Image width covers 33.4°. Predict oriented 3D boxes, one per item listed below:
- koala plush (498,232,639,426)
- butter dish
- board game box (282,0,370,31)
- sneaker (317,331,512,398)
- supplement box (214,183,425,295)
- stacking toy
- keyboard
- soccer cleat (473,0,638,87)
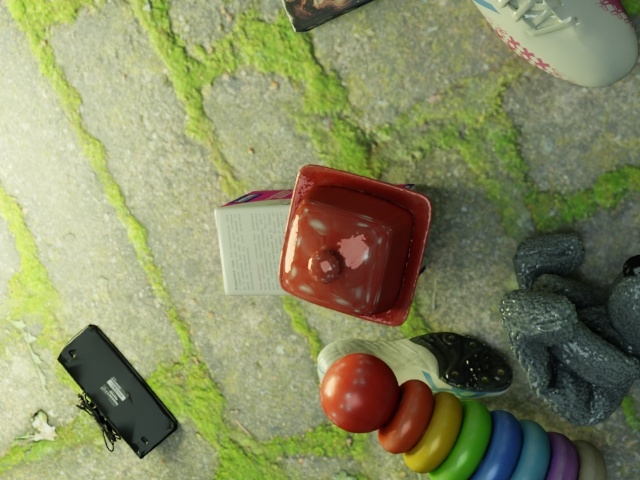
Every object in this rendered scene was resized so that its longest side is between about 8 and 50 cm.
[{"bbox_3d":[0.333,0.087,1.132,0.221,0.196,0.203,-18,109,24],"label":"koala plush"},{"bbox_3d":[0.021,0.016,1.136,0.160,0.118,0.159,17,110,16],"label":"butter dish"},{"bbox_3d":[0.001,-0.378,1.200,0.165,0.042,0.243,-20,96,25],"label":"board game box"},{"bbox_3d":[0.115,0.163,1.295,0.237,0.085,0.086,1,137,15],"label":"sneaker"},{"bbox_3d":[0.000,0.000,1.267,0.220,0.111,0.113,-3,103,21],"label":"supplement box"},{"bbox_3d":[0.151,0.227,1.204,0.330,0.141,0.141,28,114,-9],"label":"stacking toy"},{"bbox_3d":[-0.291,0.215,1.490,0.100,0.038,0.192,-40,87,2],"label":"keyboard"},{"bbox_3d":[0.188,-0.277,1.100,0.331,0.143,0.116,45,115,4],"label":"soccer cleat"}]
